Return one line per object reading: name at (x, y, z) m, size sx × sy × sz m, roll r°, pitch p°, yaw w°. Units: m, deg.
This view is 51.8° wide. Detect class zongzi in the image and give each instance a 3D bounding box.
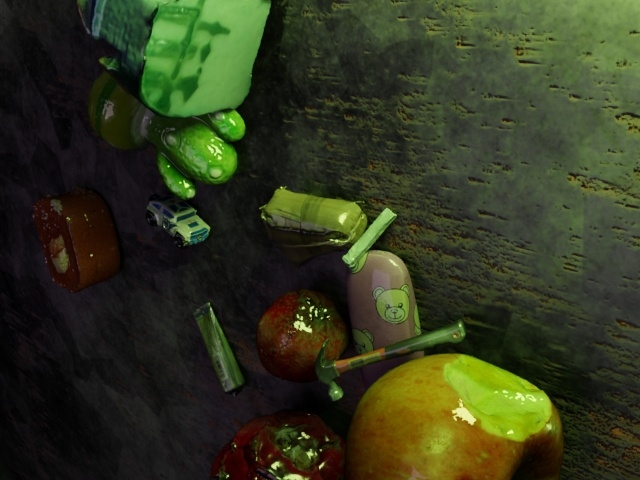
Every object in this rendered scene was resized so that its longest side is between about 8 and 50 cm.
zongzi at (0.000, 0.000, 1.223) m, size 0.195 × 0.099 × 0.197 m, roll 10°, pitch 142°, yaw 28°

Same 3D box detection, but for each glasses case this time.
glasses case at (0.119, 0.168, 1.190) m, size 0.123 × 0.076 × 0.316 m, roll 1°, pitch 111°, yaw 37°

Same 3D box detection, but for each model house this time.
model house at (-0.301, -0.403, 1.144) m, size 0.329 × 0.295 × 0.251 m, roll 41°, pitch 128°, yaw 17°

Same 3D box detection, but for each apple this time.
apple at (0.196, 0.341, 1.024) m, size 0.340 × 0.340 × 0.339 m, roll 20°, pitch 123°, yaw 35°

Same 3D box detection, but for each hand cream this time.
hand cream at (-0.246, 0.269, 1.609) m, size 0.086 × 0.055 × 0.235 m, roll -31°, pitch 80°, yaw 44°

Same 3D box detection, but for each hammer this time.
hammer at (0.116, 0.194, 1.133) m, size 0.288 × 0.033 × 0.111 m, roll -21°, pitch 102°, yaw 25°

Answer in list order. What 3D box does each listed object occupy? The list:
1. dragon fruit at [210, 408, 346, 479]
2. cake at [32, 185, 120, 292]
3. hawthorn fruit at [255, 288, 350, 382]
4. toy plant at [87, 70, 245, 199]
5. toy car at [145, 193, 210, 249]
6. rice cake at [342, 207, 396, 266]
dragon fruit at (-0.077, 0.511, 1.381) m, size 0.329 × 0.329 × 0.329 m, roll 20°, pitch 123°, yaw 35°
cake at (-0.653, -0.002, 1.776) m, size 0.177 × 0.151 × 0.282 m, roll 3°, pitch 107°, yaw 46°
hawthorn fruit at (-0.049, 0.209, 1.296) m, size 0.181 × 0.181 × 0.235 m, roll 42°, pitch 127°, yaw 20°
toy plant at (-0.307, -0.220, 1.342) m, size 0.316 × 0.184 × 0.224 m, roll 32°, pitch 111°, yaw 15°
toy car at (-0.329, -0.052, 1.499) m, size 0.171 × 0.080 × 0.070 m, roll 36°, pitch 129°, yaw 26°
rice cake at (0.084, -0.004, 1.134) m, size 0.121 × 0.021 × 0.022 m, roll -49°, pitch 59°, yaw 7°
